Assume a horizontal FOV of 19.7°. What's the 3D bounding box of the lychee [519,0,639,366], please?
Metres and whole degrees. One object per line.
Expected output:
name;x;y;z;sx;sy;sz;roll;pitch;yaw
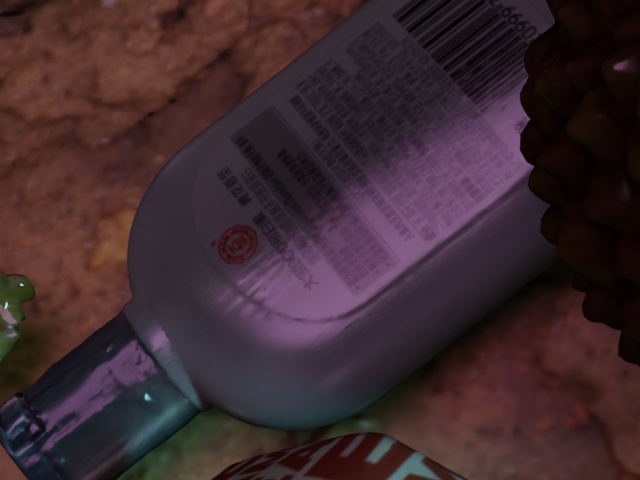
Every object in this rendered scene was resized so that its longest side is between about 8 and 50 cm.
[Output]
lychee;0.224;-0.057;0.546;0.330;0.306;0.306;-30;60;9

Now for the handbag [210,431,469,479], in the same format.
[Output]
handbag;0.023;0.176;0.563;0.298;0.151;0.171;28;45;26

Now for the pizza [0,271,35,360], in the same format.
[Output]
pizza;-0.251;0.071;0.790;0.288;0.075;0.280;-10;67;13

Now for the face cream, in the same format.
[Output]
face cream;0.000;0.000;0.729;0.291;0.071;0.144;-39;58;-2
